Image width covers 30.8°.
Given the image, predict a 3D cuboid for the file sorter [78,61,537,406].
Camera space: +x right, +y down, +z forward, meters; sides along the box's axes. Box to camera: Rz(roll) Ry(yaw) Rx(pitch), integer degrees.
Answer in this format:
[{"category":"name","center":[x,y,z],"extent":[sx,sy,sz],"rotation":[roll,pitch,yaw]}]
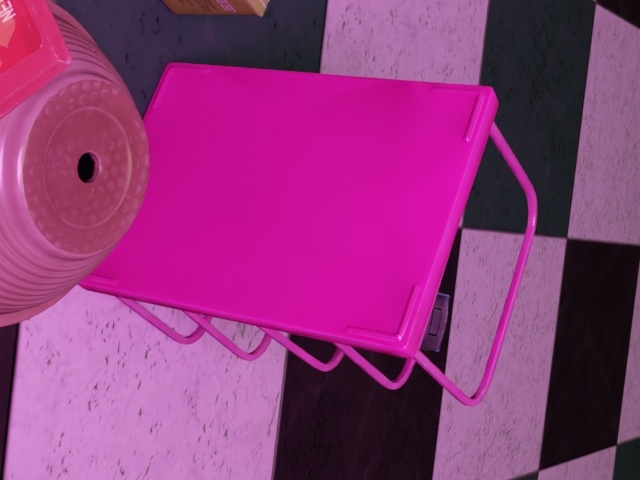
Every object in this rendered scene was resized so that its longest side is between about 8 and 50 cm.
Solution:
[{"category":"file sorter","center":[0.000,0.000,0.924],"extent":[0.182,0.291,0.202],"rotation":[47,58,-53]}]

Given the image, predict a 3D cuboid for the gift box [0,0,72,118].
[{"category":"gift box","center":[-0.281,-0.122,0.492],"extent":[0.276,0.258,0.255],"rotation":[-41,130,-35]}]

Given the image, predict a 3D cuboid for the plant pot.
[{"category":"plant pot","center":[-0.194,-0.052,0.780],"extent":[0.237,0.110,0.237],"rotation":[-18,112,-53]}]

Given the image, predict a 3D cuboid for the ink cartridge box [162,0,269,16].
[{"category":"ink cartridge box","center":[-0.082,-0.332,0.902],"extent":[0.189,0.097,0.255],"rotation":[45,61,-51]}]

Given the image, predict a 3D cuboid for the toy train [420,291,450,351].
[{"category":"toy train","center":[0.053,0.069,1.181],"extent":[0.184,0.105,0.080],"rotation":[17,82,-57]}]
